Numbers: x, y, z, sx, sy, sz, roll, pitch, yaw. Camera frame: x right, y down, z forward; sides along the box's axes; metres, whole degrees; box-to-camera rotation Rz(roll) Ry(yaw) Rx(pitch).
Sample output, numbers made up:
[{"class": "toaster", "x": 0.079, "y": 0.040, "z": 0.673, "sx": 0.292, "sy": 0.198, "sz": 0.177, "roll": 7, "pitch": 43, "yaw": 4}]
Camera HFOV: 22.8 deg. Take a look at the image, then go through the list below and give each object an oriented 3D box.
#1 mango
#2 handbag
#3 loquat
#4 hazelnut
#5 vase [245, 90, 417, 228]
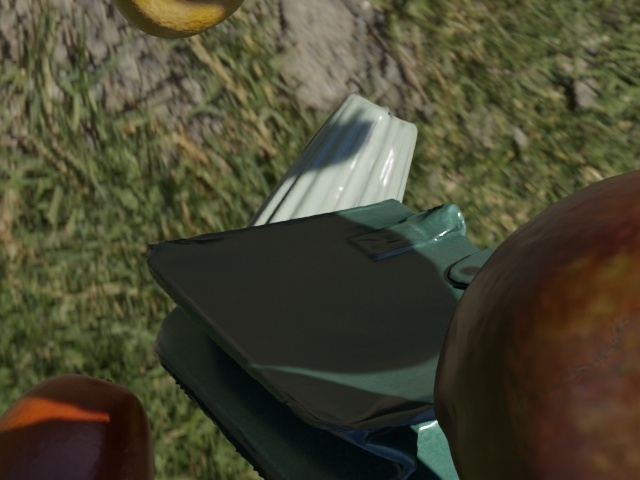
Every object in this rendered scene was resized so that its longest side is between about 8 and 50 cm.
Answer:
[{"class": "mango", "x": -0.194, "y": 0.237, "z": 1.146, "sx": 0.146, "sy": 0.129, "sz": 0.289, "roll": -1, "pitch": 74, "yaw": 9}, {"class": "handbag", "x": 0.036, "y": 0.064, "z": 1.068, "sx": 0.238, "sy": 0.326, "sz": 0.089, "roll": -16, "pitch": 115, "yaw": -23}, {"class": "loquat", "x": -0.137, "y": -0.269, "z": 1.564, "sx": 0.137, "sy": 0.163, "sz": 0.163, "roll": 43, "pitch": 96, "yaw": -2}, {"class": "hazelnut", "x": 0.164, "y": 0.077, "z": 0.600, "sx": 0.234, "sy": 0.218, "sz": 0.218, "roll": 12, "pitch": 106, "yaw": -35}, {"class": "vase", "x": 0.000, "y": 0.000, "z": 1.318, "sx": 0.128, "sy": 0.128, "sz": 0.248, "roll": 26, "pitch": 89, "yaw": -18}]
